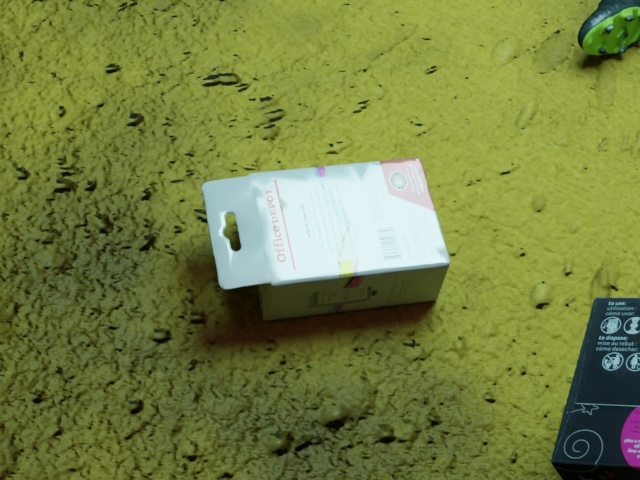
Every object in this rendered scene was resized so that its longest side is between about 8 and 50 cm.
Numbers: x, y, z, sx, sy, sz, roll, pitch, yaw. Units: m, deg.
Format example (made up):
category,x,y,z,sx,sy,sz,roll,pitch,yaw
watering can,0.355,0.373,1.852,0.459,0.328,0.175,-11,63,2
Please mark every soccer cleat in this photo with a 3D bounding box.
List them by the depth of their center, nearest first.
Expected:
category,x,y,z,sx,sy,sz,roll,pitch,yaw
soccer cleat,0.310,-0.241,1.368,0.179,0.060,0.072,-33,57,-31

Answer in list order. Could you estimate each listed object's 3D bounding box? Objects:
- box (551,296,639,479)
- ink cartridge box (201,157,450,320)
category,x,y,z,sx,sy,sz,roll,pitch,yaw
box,0.326,0.142,1.015,0.247,0.142,0.163,-2,50,33
ink cartridge box,0.000,0.000,1.170,0.198,0.067,0.115,-5,58,-12
